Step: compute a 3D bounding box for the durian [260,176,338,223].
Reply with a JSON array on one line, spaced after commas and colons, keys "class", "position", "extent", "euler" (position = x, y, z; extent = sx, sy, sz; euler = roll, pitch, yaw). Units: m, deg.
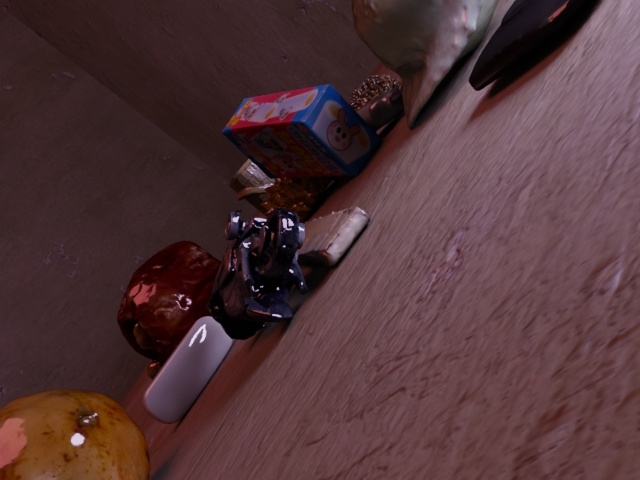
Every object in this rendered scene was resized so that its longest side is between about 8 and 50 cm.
[{"class": "durian", "position": [-0.057, -0.109, 1.836], "extent": [0.191, 0.112, 0.341], "euler": [-51, 9, -7]}]

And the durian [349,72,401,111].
[{"class": "durian", "position": [0.111, -0.297, 1.761], "extent": [0.148, 0.091, 0.188], "euler": [-55, 9, -20]}]

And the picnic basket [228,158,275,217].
[{"class": "picnic basket", "position": [-0.069, -0.195, 2.131], "extent": [0.313, 0.175, 0.228], "euler": [-49, 6, -7]}]

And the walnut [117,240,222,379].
[{"class": "walnut", "position": [-0.276, 0.144, 1.722], "extent": [0.221, 0.244, 0.269], "euler": [6, 40, 35]}]

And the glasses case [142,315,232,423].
[{"class": "glasses case", "position": [-0.217, 0.212, 1.399], "extent": [0.197, 0.076, 0.049], "euler": [-57, 10, -29]}]

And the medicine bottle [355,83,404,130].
[{"class": "medicine bottle", "position": [0.113, -0.241, 1.564], "extent": [0.090, 0.054, 0.208], "euler": [-36, 5, -26]}]

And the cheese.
[{"class": "cheese", "position": [-0.003, 0.000, 1.235], "extent": [0.085, 0.034, 0.400], "euler": [-53, 6, -6]}]

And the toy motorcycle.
[{"class": "toy motorcycle", "position": [-0.092, 0.053, 1.193], "extent": [0.307, 0.108, 0.173], "euler": [158, 121, -70]}]

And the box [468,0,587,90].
[{"class": "box", "position": [0.242, -0.255, 0.872], "extent": [0.201, 0.042, 0.212], "euler": [-53, 7, -17]}]

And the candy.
[{"class": "candy", "position": [-0.042, -0.200, 1.609], "extent": [0.306, 0.157, 0.100], "euler": [4, 56, 54]}]

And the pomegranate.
[{"class": "pomegranate", "position": [-0.351, 0.310, 1.127], "extent": [0.248, 0.248, 0.248], "euler": [-51, 7, 9]}]

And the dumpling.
[{"class": "dumpling", "position": [0.142, -0.339, 1.283], "extent": [0.270, 0.212, 0.320], "euler": [-52, -5, 28]}]
